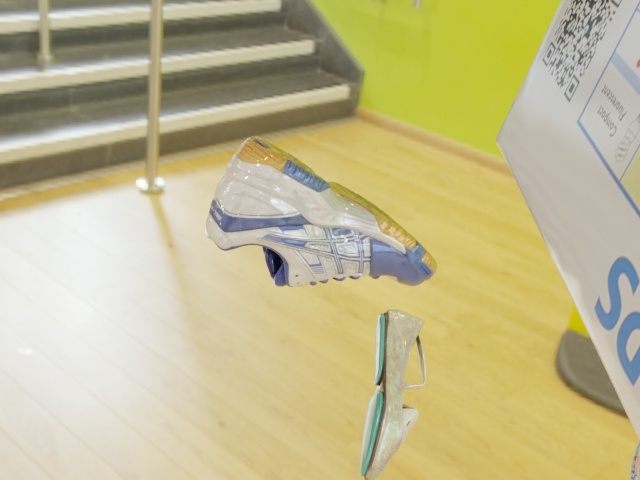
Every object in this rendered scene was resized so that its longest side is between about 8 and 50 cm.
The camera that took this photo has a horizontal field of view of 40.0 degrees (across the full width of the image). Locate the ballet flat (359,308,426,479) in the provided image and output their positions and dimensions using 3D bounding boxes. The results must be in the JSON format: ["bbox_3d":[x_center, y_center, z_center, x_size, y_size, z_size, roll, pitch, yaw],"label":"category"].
[{"bbox_3d":[0.073,0.145,0.830,0.052,0.057,0.168,11,68,-6],"label":"ballet flat"}]

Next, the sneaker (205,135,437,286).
[{"bbox_3d":[0.000,0.000,0.990,0.296,0.131,0.112,28,8,-31],"label":"sneaker"}]

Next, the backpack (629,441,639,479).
[{"bbox_3d":[0.249,0.132,0.431,0.182,0.115,0.152,2,45,25],"label":"backpack"}]

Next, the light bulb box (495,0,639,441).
[{"bbox_3d":[0.260,-0.085,0.287,0.225,0.361,0.358,13,31,-11],"label":"light bulb box"}]
